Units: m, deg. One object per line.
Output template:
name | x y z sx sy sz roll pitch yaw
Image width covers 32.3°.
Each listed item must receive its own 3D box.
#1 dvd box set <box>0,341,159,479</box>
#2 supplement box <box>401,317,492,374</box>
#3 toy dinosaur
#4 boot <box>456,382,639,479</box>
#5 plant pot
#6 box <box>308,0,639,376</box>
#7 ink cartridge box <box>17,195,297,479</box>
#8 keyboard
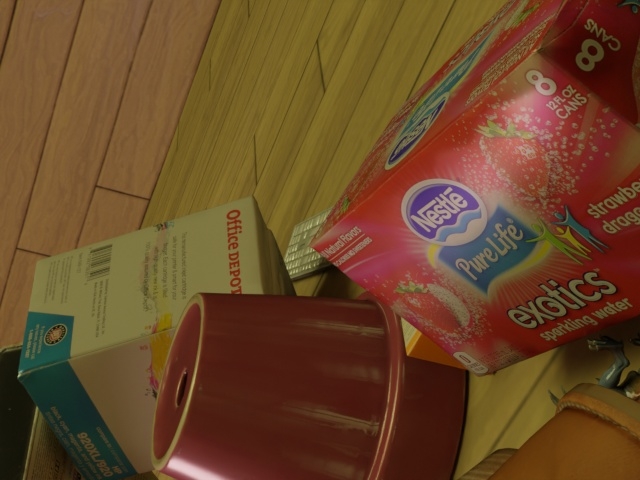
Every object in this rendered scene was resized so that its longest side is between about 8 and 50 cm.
dvd box set | -0.239 0.342 1.142 0.420 0.062 0.307 68 -163 -49
supplement box | 0.086 0.037 0.731 0.098 0.062 0.036 -95 24 -50
toy dinosaur | 0.142 0.086 0.537 0.090 0.047 0.082 -144 51 -63
boot | 0.049 0.170 0.452 0.220 0.109 0.283 -40 1 -19
plant pot | -0.018 0.120 0.798 0.201 0.180 0.201 -164 90 -74
box | 0.111 -0.038 0.529 0.122 0.128 0.257 -55 7 -25
ink cartridge box | -0.140 0.097 1.065 0.171 0.233 0.168 -98 -10 -54
keyboard | 0.000 0.000 1.160 0.256 0.014 0.072 158 126 -71
